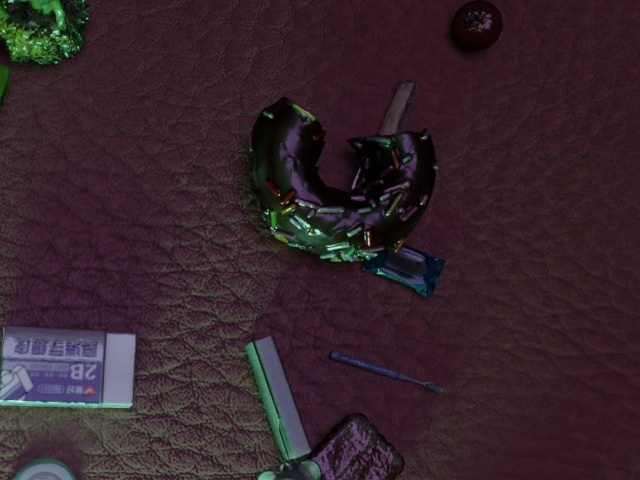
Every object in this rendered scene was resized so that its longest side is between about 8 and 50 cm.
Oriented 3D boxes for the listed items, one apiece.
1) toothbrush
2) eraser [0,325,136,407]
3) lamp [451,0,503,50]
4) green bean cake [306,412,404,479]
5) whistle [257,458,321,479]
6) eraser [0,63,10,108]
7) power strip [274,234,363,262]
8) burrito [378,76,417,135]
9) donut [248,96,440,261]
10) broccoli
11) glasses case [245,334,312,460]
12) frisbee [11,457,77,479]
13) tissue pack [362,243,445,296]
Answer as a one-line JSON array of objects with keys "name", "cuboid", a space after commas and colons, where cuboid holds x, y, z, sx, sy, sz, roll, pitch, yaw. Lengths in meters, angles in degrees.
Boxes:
[{"name": "toothbrush", "cuboid": [0.118, 0.234, 1.795, 0.219, 0.019, 0.016, 20, 86, -10]}, {"name": "eraser", "cuboid": [-0.406, 0.204, 1.628, 0.210, 0.068, 0.124, 5, 74, -16]}, {"name": "lamp", "cuboid": [0.307, -0.422, 1.987, 0.101, 0.090, 0.101, -4, 79, 22]}, {"name": "green bean cake", "cuboid": [0.057, 0.378, 1.719, 0.135, 0.056, 0.136, -42, 90, -20]}, {"name": "whistle", "cuboid": [-0.024, 0.478, 1.664, 0.114, 0.077, 0.236, -18, 86, 10]}, {"name": "eraser", "cuboid": [-0.647, -0.182, 1.650, 0.210, 0.092, 0.274, 15, 71, -13]}, {"name": "power strip", "cuboid": [0.000, 0.000, 1.819, 0.178, 0.028, 0.049, 22, 70, -10]}, {"name": "burrito", "cuboid": [0.143, -0.224, 1.915, 0.045, 0.041, 0.185, 12, 68, 31]}, {"name": "donut", "cuboid": [0.035, -0.097, 1.765, 0.345, 0.136, 0.259, 12, 76, -12]}, {"name": "broccoli", "cuboid": [-0.481, -0.403, 1.701, 0.219, 0.194, 0.194, -8, 78, -24]}, {"name": "glasses case", "cuboid": [-0.073, 0.266, 1.705, 0.047, 0.071, 0.205, -17, 81, -16]}, {"name": "frisbee", "cuboid": [-0.436, 0.398, 1.595, 0.110, 0.014, 0.110, 4, 75, -15]}, {"name": "tissue pack", "cuboid": [0.152, 0.045, 1.853, 0.138, 0.028, 0.085, 25, 67, -3]}]
